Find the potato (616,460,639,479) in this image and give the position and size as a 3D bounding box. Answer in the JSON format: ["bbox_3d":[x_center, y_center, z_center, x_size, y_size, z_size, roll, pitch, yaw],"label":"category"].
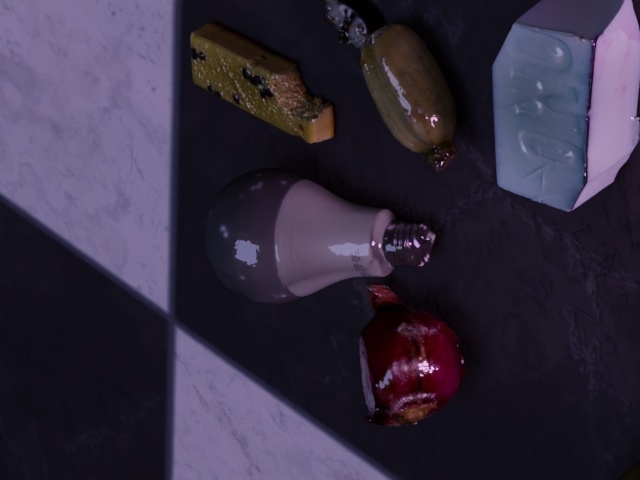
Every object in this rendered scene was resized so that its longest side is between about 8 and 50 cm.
[{"bbox_3d":[0.404,0.353,1.748,0.173,0.210,0.307,11,151,-14],"label":"potato"}]

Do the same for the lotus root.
[{"bbox_3d":[0.111,-0.169,1.777,0.183,0.077,0.090,62,150,-2],"label":"lotus root"}]

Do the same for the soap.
[{"bbox_3d":[0.260,-0.155,1.615,0.145,0.091,0.230,21,132,37],"label":"soap"}]

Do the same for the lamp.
[{"bbox_3d":[-0.003,0.013,1.986,0.314,0.182,0.182,17,130,16],"label":"lamp"}]

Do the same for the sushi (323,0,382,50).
[{"bbox_3d":[0.036,-0.268,1.814,0.083,0.044,0.046,41,141,17],"label":"sushi"}]

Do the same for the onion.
[{"bbox_3d":[0.117,0.142,1.978,0.173,0.135,0.198,107,161,-65],"label":"onion"}]

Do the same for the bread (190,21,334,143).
[{"bbox_3d":[-0.078,-0.207,1.981,0.226,0.049,0.088,29,135,30],"label":"bread"}]
